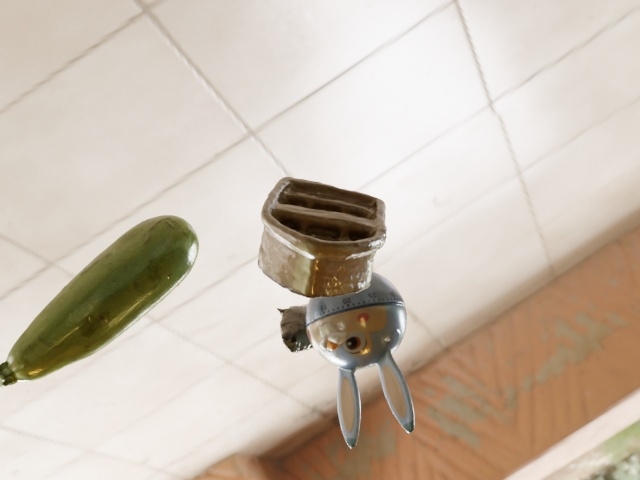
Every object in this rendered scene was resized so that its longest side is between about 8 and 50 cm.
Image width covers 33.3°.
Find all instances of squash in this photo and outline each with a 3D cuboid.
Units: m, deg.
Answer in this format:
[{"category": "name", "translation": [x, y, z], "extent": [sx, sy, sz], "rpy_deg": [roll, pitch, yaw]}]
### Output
[{"category": "squash", "translation": [-0.322, 0.092, 1.574], "extent": [0.370, 0.118, 0.118], "rpy_deg": [-42, 162, -27]}]

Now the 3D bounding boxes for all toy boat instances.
[{"category": "toy boat", "translation": [0.000, 0.000, 0.986], "extent": [0.188, 0.116, 0.061], "rpy_deg": [-73, 175, -72]}]

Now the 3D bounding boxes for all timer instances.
[{"category": "timer", "translation": [0.052, 0.163, 1.632], "extent": [0.175, 0.255, 0.175], "rpy_deg": [3, 148, 2]}]

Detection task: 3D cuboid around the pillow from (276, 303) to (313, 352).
[{"category": "pillow", "translation": [-0.008, 0.138, 1.789], "extent": [0.051, 0.093, 0.241], "rpy_deg": [-51, 158, 24]}]
